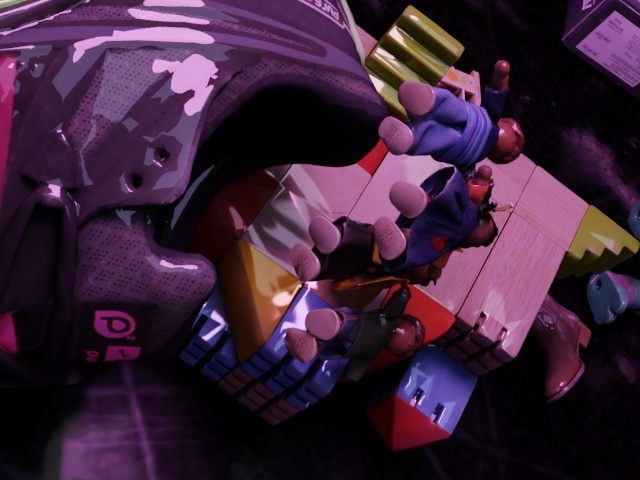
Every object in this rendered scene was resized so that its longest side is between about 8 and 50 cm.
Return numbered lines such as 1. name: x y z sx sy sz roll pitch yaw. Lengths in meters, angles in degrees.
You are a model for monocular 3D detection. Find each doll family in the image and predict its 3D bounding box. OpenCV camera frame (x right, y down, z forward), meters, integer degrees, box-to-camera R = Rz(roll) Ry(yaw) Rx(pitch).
1. doll family: 0.054 -0.008 0.560 0.111 0.193 0.076 8 39 -47

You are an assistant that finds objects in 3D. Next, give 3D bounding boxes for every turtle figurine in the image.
1. turtle figurine: 0.361 0.049 0.912 0.234 0.118 0.175 17 93 -21

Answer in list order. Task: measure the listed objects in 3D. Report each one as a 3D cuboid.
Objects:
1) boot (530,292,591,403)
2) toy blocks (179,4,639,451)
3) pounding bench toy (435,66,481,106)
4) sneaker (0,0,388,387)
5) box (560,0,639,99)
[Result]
1. boot: 0.162 0.064 0.818 0.114 0.037 0.106 44 34 -5
2. toy blocks: 0.000 0.000 0.685 0.381 0.191 0.261 36 59 -6
3. pounding bench toy: 0.098 -0.112 0.885 0.065 0.052 0.083 18 52 -22
4. sneaker: -0.162 -0.008 0.483 0.483 0.185 0.202 -35 81 -19
5. box: 0.473 -0.237 1.186 0.395 0.097 0.318 31 49 -13
